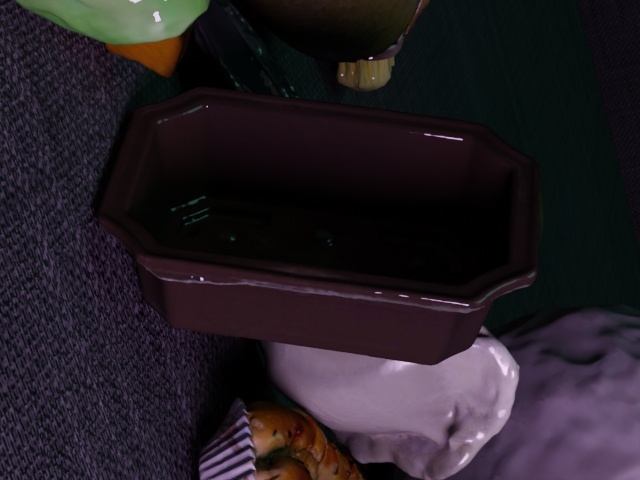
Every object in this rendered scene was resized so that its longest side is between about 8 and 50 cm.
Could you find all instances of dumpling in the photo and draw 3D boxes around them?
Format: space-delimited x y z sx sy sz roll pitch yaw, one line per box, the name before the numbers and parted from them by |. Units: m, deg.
dumpling | 0.032 0.084 1.135 0.124 0.229 0.151 -27 124 -36

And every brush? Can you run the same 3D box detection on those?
brush | 0.047 -0.221 1.620 0.313 0.072 0.067 -81 177 -57

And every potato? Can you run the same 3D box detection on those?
potato | -0.010 -0.244 1.272 0.251 0.159 0.174 48 9 -44

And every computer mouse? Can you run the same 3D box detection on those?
computer mouse | -0.042 -0.083 1.210 0.106 0.062 0.192 -48 126 -70

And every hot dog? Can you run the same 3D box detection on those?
hot dog | -0.007 0.180 1.117 0.253 0.069 0.131 52 23 -60

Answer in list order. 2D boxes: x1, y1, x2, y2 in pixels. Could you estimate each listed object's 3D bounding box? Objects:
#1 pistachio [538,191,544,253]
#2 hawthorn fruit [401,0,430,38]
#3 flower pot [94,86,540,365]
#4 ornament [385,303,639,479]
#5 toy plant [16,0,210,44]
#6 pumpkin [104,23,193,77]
pistachio | 0.179 -0.014 1.832 0.113 0.113 0.149 43 53 -62
hawthorn fruit | 0.100 -0.342 1.525 0.262 0.258 0.258 61 2 41
flower pot | 0.000 0.000 1.042 0.179 0.251 0.084 -79 176 -51
ornament | 0.215 0.211 1.361 0.337 0.337 0.337 -12 90 -73
toy plant | -0.162 -0.172 0.615 0.356 0.210 0.317 67 30 -49
pumpkin | -0.135 -0.248 0.967 0.258 0.095 0.290 25 58 -74
